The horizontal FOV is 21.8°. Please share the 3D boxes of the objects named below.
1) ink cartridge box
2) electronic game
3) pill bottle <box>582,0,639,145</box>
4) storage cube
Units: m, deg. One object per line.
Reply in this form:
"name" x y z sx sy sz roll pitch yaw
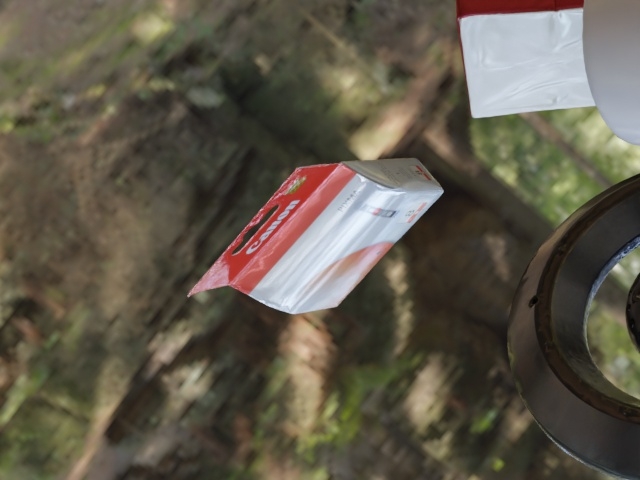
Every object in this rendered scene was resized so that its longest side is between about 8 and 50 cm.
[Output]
"ink cartridge box" 0.000 0.000 1.274 0.145 0.045 0.179 -48 162 26
"electronic game" 0.215 0.039 0.922 0.229 0.048 0.229 -15 -135 15
"pill bottle" 0.232 -0.090 0.686 0.229 0.131 0.131 3 -129 40
"storage cube" 0.221 -0.252 1.601 0.215 0.184 0.193 71 16 -63
